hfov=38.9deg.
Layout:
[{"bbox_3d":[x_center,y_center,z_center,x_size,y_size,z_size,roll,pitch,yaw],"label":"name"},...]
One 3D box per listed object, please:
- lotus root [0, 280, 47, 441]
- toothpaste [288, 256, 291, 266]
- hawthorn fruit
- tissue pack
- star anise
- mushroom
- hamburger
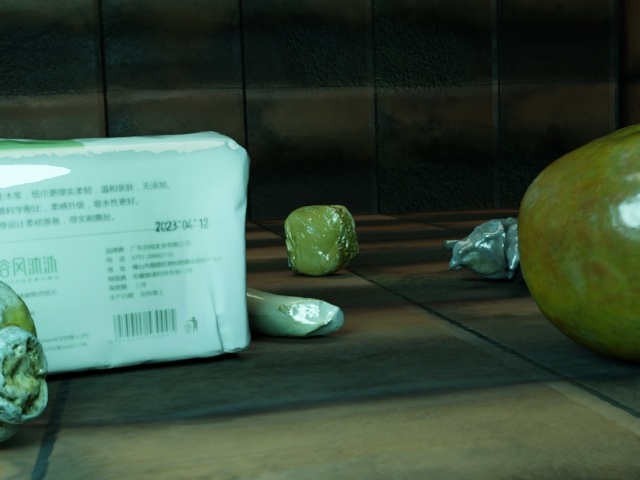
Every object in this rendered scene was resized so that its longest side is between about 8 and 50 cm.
[{"bbox_3d":[-0.397,0.095,0.792,0.349,0.175,0.175,-1,6,14],"label":"lotus root"},{"bbox_3d":[-0.010,0.024,1.975,0.040,0.047,0.196,-3,4,26],"label":"toothpaste"},{"bbox_3d":[0.339,0.004,0.965,0.300,0.268,0.267,-10,-1,44],"label":"hawthorn fruit"},{"bbox_3d":[-0.267,0.013,1.042,0.356,0.266,0.194,-4,11,-18],"label":"tissue pack"},{"bbox_3d":[0.344,0.005,1.575,0.359,0.139,0.316,1,0,25],"label":"star anise"},{"bbox_3d":[-0.069,0.094,1.190,0.209,0.084,0.071,8,51,32],"label":"mushroom"},{"bbox_3d":[0.000,0.000,1.750,0.147,0.138,0.083,-7,-2,28],"label":"hamburger"}]
